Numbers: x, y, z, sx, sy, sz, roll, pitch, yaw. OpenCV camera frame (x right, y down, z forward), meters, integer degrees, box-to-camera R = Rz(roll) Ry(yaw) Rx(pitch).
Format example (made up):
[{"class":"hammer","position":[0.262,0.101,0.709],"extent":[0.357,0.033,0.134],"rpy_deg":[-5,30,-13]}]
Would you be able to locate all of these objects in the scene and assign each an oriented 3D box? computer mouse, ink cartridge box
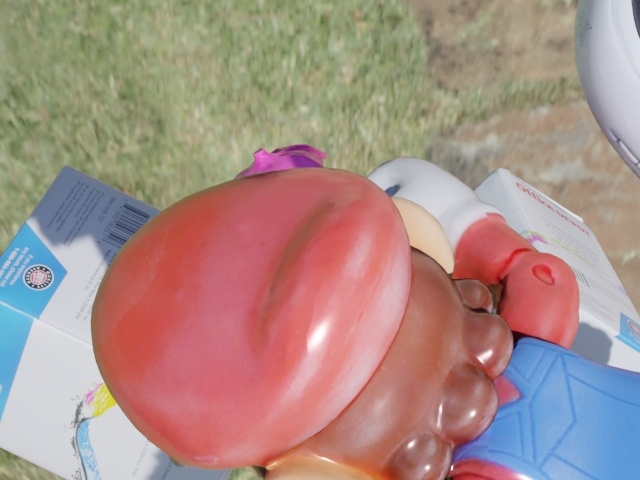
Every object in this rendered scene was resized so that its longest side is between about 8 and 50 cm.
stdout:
[{"class":"computer mouse","position":[0.135,-0.023,0.601],"extent":[0.042,0.106,0.193],"rpy_deg":[-25,82,-9]},{"class":"ink cartridge box","position":[-0.154,0.091,1.333],"extent":[0.232,0.168,0.171],"rpy_deg":[26,42,0]},{"class":"ink cartridge box","position":[0.129,0.028,0.926],"extent":[0.052,0.088,0.122],"rpy_deg":[-44,38,21]}]

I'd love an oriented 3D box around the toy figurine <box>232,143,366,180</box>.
[{"class":"toy figurine","position":[0.000,0.000,1.217],"extent":[0.159,0.130,0.173],"rpy_deg":[22,60,-40]}]

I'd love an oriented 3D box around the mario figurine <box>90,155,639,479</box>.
[{"class":"mario figurine","position":[0.064,0.087,0.606],"extent":[0.320,0.198,0.170],"rpy_deg":[26,105,-5]}]
